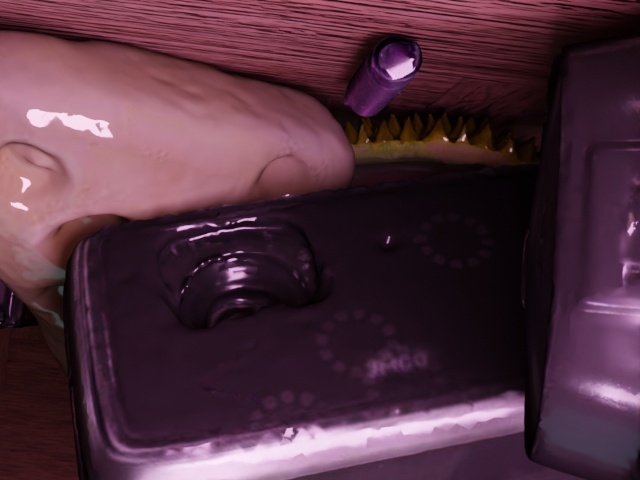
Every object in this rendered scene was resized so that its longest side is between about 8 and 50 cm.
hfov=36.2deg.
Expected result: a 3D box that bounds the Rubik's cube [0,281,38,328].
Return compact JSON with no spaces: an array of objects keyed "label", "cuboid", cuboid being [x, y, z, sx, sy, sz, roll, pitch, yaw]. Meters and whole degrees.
[{"label":"Rubik's cube","cuboid":[-0.537,-0.027,1.406,0.310,0.305,0.307,7,179,-2]}]

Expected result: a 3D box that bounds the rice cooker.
[{"label":"rice cooker","cuboid":[0.215,0.015,0.483,0.224,0.267,0.267,5,179,11]}]

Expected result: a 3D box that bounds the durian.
[{"label":"durian","cuboid":[0.080,-0.027,0.879,0.352,0.169,0.158,-4,178,25]}]

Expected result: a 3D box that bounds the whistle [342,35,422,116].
[{"label":"whistle","cuboid":[0.039,-0.108,0.665,0.033,0.033,0.176,6,180,-5]}]

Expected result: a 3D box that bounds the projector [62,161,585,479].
[{"label":"projector","cuboid":[0.022,0.179,0.773,0.395,0.405,0.242,-10,-134,-13]}]

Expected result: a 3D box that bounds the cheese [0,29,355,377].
[{"label":"cheese","cuboid":[-0.190,-0.009,0.773,0.328,0.351,0.129,18,-144,-39]}]
